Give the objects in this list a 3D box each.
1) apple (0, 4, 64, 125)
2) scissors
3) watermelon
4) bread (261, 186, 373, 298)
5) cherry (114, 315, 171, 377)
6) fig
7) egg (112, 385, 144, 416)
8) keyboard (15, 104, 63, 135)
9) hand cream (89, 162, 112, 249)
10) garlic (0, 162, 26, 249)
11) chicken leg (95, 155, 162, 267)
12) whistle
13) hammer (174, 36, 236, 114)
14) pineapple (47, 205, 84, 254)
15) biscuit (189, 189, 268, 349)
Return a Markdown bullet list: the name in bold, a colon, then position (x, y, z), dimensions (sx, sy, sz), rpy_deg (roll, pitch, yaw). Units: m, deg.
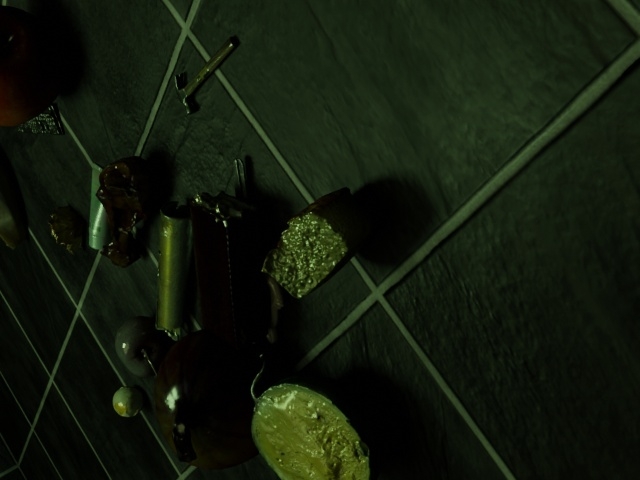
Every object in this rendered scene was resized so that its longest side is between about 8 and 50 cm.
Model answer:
- **apple**: position (-0.605, -0.332, 1.405), dimensions (0.201, 0.218, 0.218), rpy_deg (-24, 91, 59)
- **scissors**: position (-0.115, 0.016, 1.189), dimensions (0.160, 0.024, 0.318), rpy_deg (24, 128, 42)
- **watermelon**: position (0.003, 0.287, 1.117), dimensions (0.232, 0.127, 0.204), rpy_deg (31, 126, 24)
- **bread**: position (0.004, -0.002, 0.963), dimensions (0.086, 0.125, 0.156), rpy_deg (47, 125, 9)
- **cherry**: position (-0.365, 0.249, 1.539), dimensions (0.148, 0.115, 0.188), rpy_deg (-11, 108, 31)
- **fig**: position (-0.170, 0.265, 1.233), dimensions (0.235, 0.235, 0.214), rpy_deg (36, 172, 31)
- **egg**: position (-0.462, 0.384, 1.757), dimensions (0.083, 0.071, 0.071), rpy_deg (8, 116, 49)
- **keyboard**: position (-0.636, -0.268, 1.630), dimensions (0.231, 0.023, 0.072), rpy_deg (11, 121, 46)
- **hand cream**: position (-0.454, -0.067, 1.523), dimensions (0.076, 0.047, 0.174), rpy_deg (30, 122, 36)
- **garlic**: position (-0.844, -0.121, 1.882), dimensions (0.143, 0.112, 0.318), rpy_deg (-137, 30, -59)
- **chicken leg**: position (-0.371, -0.049, 1.383), dimensions (0.093, 0.113, 0.304), rpy_deg (69, 150, 30)
- **whistle**: position (-0.275, 0.067, 1.374), dimensions (0.068, 0.057, 0.327), rpy_deg (40, 136, 27)
- **hammer**: position (-0.175, -0.257, 1.110), dimensions (0.182, 0.017, 0.062), rpy_deg (-31, 87, 50)
- **pineapple**: position (-0.567, -0.018, 1.671), dimensions (0.114, 0.077, 0.114), rpy_deg (-106, 8, -49)
- **biscuit**: position (-0.145, 0.042, 1.160), dimensions (0.106, 0.070, 0.252), rpy_deg (23, 125, 41)
